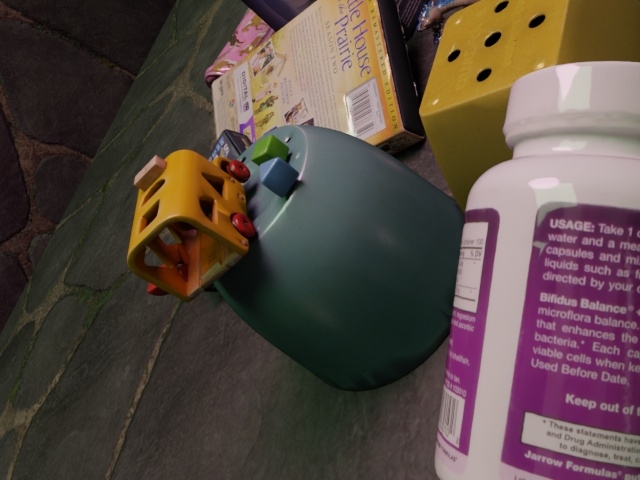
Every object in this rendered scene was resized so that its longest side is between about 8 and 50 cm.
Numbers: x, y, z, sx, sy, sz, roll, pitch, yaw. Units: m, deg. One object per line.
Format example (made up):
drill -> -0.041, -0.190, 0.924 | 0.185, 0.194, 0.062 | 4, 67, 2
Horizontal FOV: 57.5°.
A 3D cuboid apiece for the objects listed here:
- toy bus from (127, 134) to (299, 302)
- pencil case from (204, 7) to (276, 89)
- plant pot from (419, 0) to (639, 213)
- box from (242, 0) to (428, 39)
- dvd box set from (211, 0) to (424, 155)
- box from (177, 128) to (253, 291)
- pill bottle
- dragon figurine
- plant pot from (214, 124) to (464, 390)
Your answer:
toy bus -> -0.139, -0.041, 0.606 | 0.202, 0.104, 0.190 | 2, 62, 52
pencil case -> -0.121, -0.496, 1.383 | 0.167, 0.160, 0.386 | 21, 74, 23
plant pot -> 0.225, -0.145, 0.597 | 0.212, 0.187, 0.212 | -9, 54, 47
box -> 0.007, -0.507, 1.103 | 0.296, 0.294, 0.182 | 3, 63, 53
dvd box set -> -0.032, -0.233, 1.014 | 0.421, 0.062, 0.307 | -24, 68, 39
box -> -0.171, -0.051, 1.037 | 0.232, 0.059, 0.183 | -52, 54, 26
pill bottle -> 0.183, 0.039, 0.420 | 0.169, 0.169, 0.301 | 6, 88, 54
dragon figurine -> 0.256, -0.420, 0.902 | 0.144, 0.085, 0.289 | 15, 74, 55
plant pot -> 0.000, 0.000, 0.707 | 0.293, 0.235, 0.292 | -32, 38, 30
